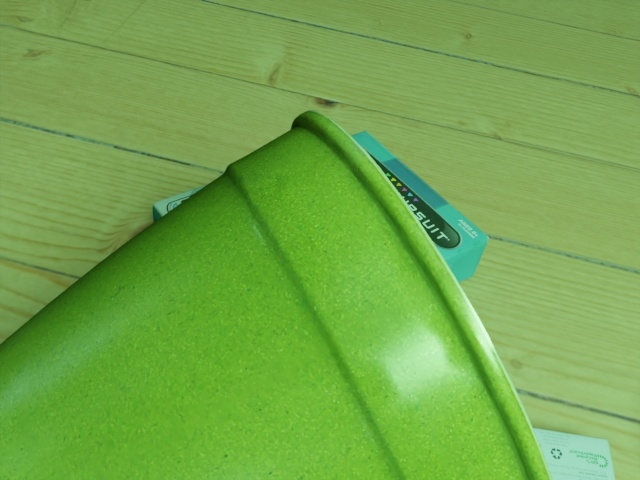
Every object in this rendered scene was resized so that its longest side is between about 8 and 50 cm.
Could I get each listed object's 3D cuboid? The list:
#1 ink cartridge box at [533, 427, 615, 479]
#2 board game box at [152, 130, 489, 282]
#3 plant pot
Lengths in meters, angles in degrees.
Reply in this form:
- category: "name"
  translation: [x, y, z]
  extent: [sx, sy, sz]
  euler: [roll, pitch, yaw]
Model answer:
- category: "ink cartridge box"
  translation: [0.170, 0.276, 0.606]
  extent: [0.223, 0.045, 0.224]
  euler: [10, 46, 1]
- category: "board game box"
  translation: [0.000, 0.000, 0.828]
  extent: [0.336, 0.079, 0.254]
  euler: [-24, 54, -29]
- category: "plant pot"
  translation: [-0.086, 0.145, 0.488]
  extent: [0.353, 0.366, 0.366]
  euler: [-27, 53, -7]
